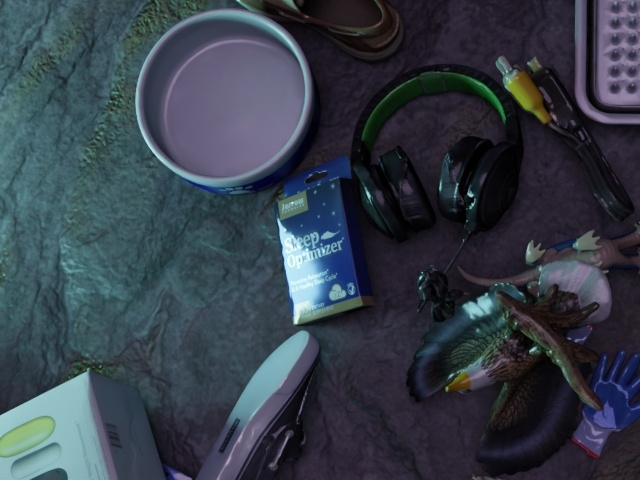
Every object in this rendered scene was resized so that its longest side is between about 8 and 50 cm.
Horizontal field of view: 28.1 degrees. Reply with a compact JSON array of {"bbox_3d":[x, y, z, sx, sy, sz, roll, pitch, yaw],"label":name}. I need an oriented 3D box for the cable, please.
[{"bbox_3d":[0.347,-0.145,1.806,0.072,0.139,0.287,-32,80,21],"label":"cable"}]

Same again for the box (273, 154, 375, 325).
[{"bbox_3d":[0.000,0.000,1.843,0.136,0.036,0.225,-20,74,40],"label":"box"}]

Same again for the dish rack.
[{"bbox_3d":[0.508,-0.319,1.833,0.285,0.072,0.333,1,80,9],"label":"dish rack"}]

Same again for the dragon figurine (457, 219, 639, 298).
[{"bbox_3d":[0.349,0.037,1.787,0.289,0.144,0.085,-18,79,25],"label":"dragon figurine"}]

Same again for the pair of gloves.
[{"bbox_3d":[0.361,0.198,1.789,0.198,0.023,0.159,34,86,12],"label":"pair of gloves"}]

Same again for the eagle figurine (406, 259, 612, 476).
[{"bbox_3d":[0.250,0.164,1.706,0.225,0.298,0.226,5,63,-6],"label":"eagle figurine"}]

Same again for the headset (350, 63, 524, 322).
[{"bbox_3d":[0.158,-0.080,1.778,0.243,0.185,0.394,-8,65,16],"label":"headset"}]

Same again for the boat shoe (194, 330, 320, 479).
[{"bbox_3d":[-0.071,0.274,1.808,0.102,0.108,0.301,33,81,-20],"label":"boat shoe"}]

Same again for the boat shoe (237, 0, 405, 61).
[{"bbox_3d":[-0.022,-0.380,1.905,0.324,0.116,0.123,24,85,12],"label":"boat shoe"}]

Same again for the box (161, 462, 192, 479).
[{"bbox_3d":[-0.264,0.401,1.842,0.109,0.042,0.178,25,84,12],"label":"box"}]

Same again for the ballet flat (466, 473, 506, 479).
[{"bbox_3d":[0.193,0.425,1.725,0.077,0.091,0.241,30,64,-11],"label":"ballet flat"}]

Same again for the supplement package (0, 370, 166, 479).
[{"bbox_3d":[-0.346,0.321,1.782,0.203,0.149,0.194,-28,63,13],"label":"supplement package"}]

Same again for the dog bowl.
[{"bbox_3d":[-0.134,-0.203,1.898,0.264,0.104,0.265,-2,80,8],"label":"dog bowl"}]
